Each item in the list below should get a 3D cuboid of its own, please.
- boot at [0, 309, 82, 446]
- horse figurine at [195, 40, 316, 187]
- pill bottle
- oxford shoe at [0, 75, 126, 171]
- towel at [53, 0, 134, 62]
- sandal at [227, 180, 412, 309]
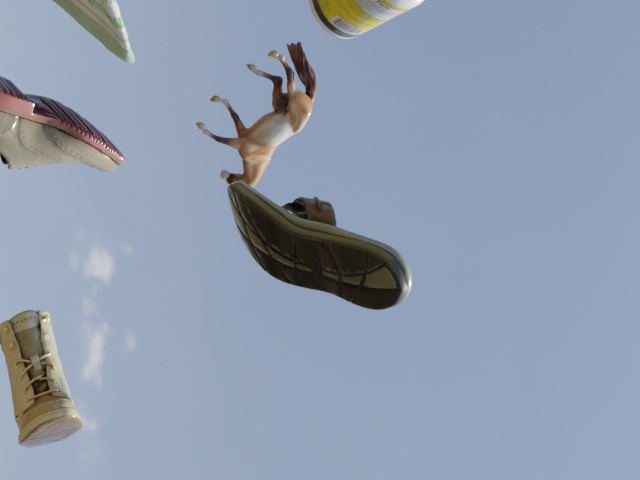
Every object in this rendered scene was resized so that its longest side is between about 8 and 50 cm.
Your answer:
[{"bbox_3d":[-0.426,0.203,1.950,0.262,0.095,0.204,134,-57,-73],"label":"boot"},{"bbox_3d":[-0.092,-0.210,2.175,0.263,0.174,0.066,-46,-147,-5],"label":"horse figurine"},{"bbox_3d":[0.087,-0.378,1.869,0.208,0.119,0.119,-18,-110,50],"label":"pill bottle"},{"bbox_3d":[-0.487,-0.176,2.207,0.130,0.348,0.123,-56,-136,9],"label":"oxford shoe"},{"bbox_3d":[-0.435,-0.455,2.215,0.248,0.038,0.325,41,-15,15],"label":"towel"},{"bbox_3d":[0.001,0.002,1.637,0.302,0.086,0.120,24,-41,32],"label":"sandal"}]
